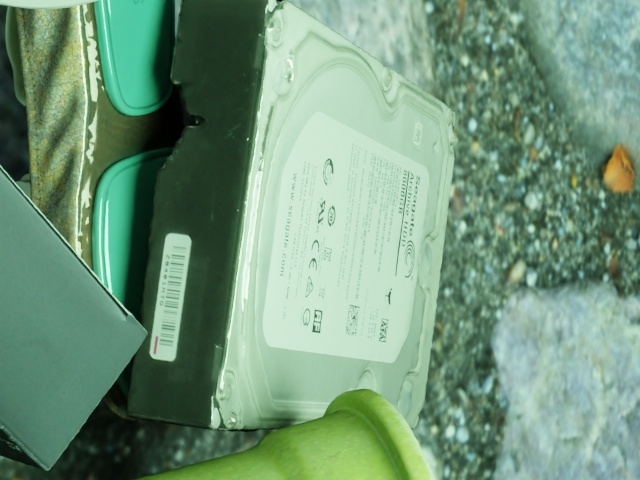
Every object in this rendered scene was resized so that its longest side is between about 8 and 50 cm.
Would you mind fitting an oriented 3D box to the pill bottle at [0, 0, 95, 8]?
[{"bbox_3d":[-0.129,-0.263,0.742,0.160,0.160,0.283,35,47,-42],"label":"pill bottle"}]

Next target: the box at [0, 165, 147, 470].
[{"bbox_3d":[-0.200,0.023,0.766,0.093,0.158,0.156,-56,129,-26],"label":"box"}]

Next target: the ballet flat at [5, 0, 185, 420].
[{"bbox_3d":[-0.129,-0.058,0.868,0.107,0.106,0.316,-10,102,-52],"label":"ballet flat"}]

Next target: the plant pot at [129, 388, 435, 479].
[{"bbox_3d":[-0.085,0.222,0.745,0.254,0.276,0.276,-4,99,-14],"label":"plant pot"}]

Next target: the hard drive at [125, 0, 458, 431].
[{"bbox_3d":[0.000,0.000,0.950,0.339,0.064,0.237,19,78,-68],"label":"hard drive"}]
